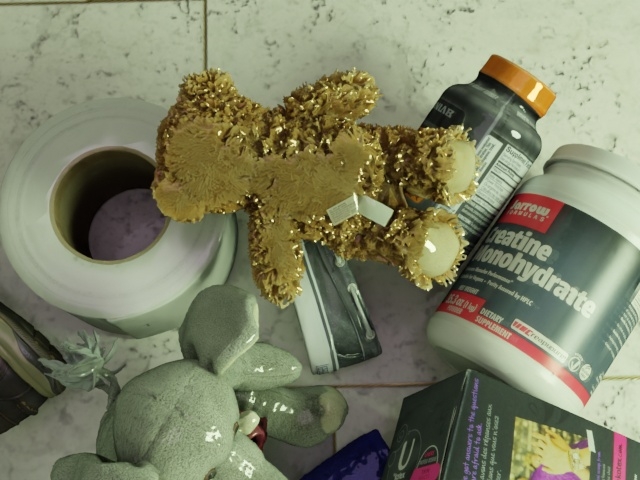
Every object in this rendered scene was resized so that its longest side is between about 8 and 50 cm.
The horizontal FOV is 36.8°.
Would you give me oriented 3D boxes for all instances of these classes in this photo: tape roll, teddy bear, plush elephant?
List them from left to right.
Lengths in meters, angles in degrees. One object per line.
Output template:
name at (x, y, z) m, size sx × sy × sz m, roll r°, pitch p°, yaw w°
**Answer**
tape roll at (-0.220, -0.021, 1.093) m, size 0.246 × 0.169 × 0.246 m, roll 0°, pitch 77°, yaw 0°
plush elephant at (-0.114, 0.194, 0.911) m, size 0.330 × 0.255 × 0.272 m, roll 38°, pitch 74°, yaw -12°
teddy bear at (0.001, -0.059, 0.980) m, size 0.338 × 0.113 × 0.245 m, roll -5°, pitch 99°, yaw -6°

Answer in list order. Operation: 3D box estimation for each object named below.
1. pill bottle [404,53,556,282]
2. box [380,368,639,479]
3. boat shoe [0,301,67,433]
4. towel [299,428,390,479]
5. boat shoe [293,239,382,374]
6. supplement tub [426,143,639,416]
pill bottle at (0.159, -0.085, 1.081) m, size 0.130 × 0.130 × 0.246 m, roll 35°, pitch 98°, yaw 7°
box at (0.216, 0.261, 0.996) m, size 0.270 × 0.165 × 0.143 m, roll 25°, pitch 63°, yaw -10°
boat shoe at (-0.450, 0.080, 1.090) m, size 0.355 × 0.132 × 0.130 m, roll 41°, pitch 81°, yaw 9°
towel at (0.000, 0.384, 1.064) m, size 0.308 × 0.076 × 0.227 m, roll -32°, pitch 73°, yaw -6°
boat shoe at (0.000, 0.000, 1.123) m, size 0.102 × 0.108 × 0.301 m, roll -15°, pitch 81°, yaw -3°
supplement tub at (0.262, 0.049, 1.070) m, size 0.191 × 0.191 × 0.272 m, roll 34°, pitch 80°, yaw 6°
